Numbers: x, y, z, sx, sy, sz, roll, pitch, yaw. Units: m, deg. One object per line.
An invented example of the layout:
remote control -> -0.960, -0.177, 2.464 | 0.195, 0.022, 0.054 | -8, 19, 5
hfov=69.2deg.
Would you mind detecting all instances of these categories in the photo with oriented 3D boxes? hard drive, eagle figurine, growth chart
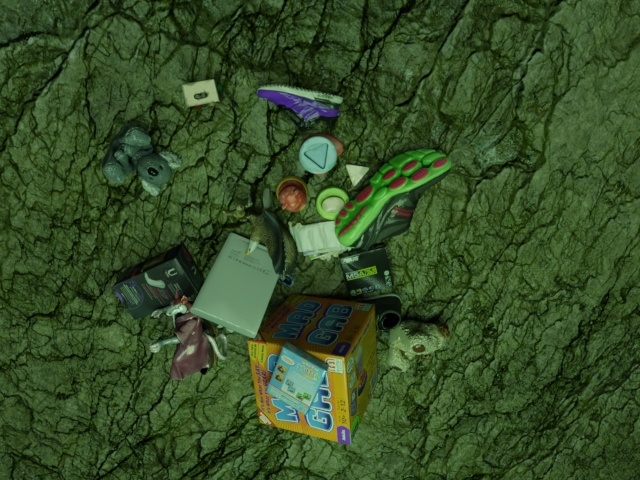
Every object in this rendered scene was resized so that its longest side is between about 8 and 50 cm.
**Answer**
hard drive -> -0.283, 0.151, 1.660 | 0.233, 0.353, 0.047 | 24, 138, -6
eagle figurine -> -0.187, -0.016, 1.662 | 0.298, 0.226, 0.225 | 37, 134, 9
growth chart -> 0.000, 0.000, 1.781 | 0.237, 0.021, 0.172 | -4, 111, -1

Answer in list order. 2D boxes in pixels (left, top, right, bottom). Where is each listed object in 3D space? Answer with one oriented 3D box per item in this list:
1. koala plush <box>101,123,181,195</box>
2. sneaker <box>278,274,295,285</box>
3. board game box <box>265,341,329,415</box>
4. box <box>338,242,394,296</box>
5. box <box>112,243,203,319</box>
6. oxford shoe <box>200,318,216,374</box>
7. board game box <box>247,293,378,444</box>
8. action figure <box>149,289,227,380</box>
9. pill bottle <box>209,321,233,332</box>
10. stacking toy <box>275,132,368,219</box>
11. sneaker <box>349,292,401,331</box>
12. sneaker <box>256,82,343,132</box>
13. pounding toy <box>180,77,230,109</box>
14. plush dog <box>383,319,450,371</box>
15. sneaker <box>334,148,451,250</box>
koala plush -> -0.607, -0.273, 1.597 | 0.221, 0.203, 0.196 | 33, 95, -34
sneaker -> -0.155, 0.125, 1.802 | 0.144, 0.059, 0.053 | 38, 106, -13
board game box -> -0.078, 0.452, 1.513 | 0.160, 0.039, 0.212 | 27, 119, 11
box -> 0.180, 0.118, 1.811 | 0.190, 0.045, 0.184 | -13, 118, 2
box -> -0.608, 0.155, 1.752 | 0.270, 0.143, 0.165 | -23, 111, 6
oxford shoe -> -0.476, 0.416, 1.877 | 0.096, 0.098, 0.272 | -7, 111, 1
board game box -> -0.008, 0.451, 1.714 | 0.356, 0.356, 0.357 | 4, 112, 22
action figure -> -0.460, 0.331, 1.649 | 0.275, 0.248, 0.370 | -2, 127, -16
pill bottle -> -0.401, 0.280, 1.825 | 0.180, 0.108, 0.108 | 38, 105, -15
stacking toy -> 0.009, -0.204, 1.647 | 0.279, 0.130, 0.309 | 26, 108, -11
sneaker -> 0.186, 0.302, 1.833 | 0.295, 0.147, 0.105 | -17, 112, 6
sneaker -> -0.077, -0.442, 1.570 | 0.293, 0.102, 0.146 | 9, 111, -5
pounding toy -> -0.370, -0.477, 1.532 | 0.141, 0.130, 0.100 | -10, 111, 1
plush dog -> 0.402, 0.397, 1.883 | 0.225, 0.211, 0.262 | 8, 139, -19
sneaker -> 0.265, -0.141, 1.667 | 0.482, 0.185, 0.202 | -39, 134, 21
